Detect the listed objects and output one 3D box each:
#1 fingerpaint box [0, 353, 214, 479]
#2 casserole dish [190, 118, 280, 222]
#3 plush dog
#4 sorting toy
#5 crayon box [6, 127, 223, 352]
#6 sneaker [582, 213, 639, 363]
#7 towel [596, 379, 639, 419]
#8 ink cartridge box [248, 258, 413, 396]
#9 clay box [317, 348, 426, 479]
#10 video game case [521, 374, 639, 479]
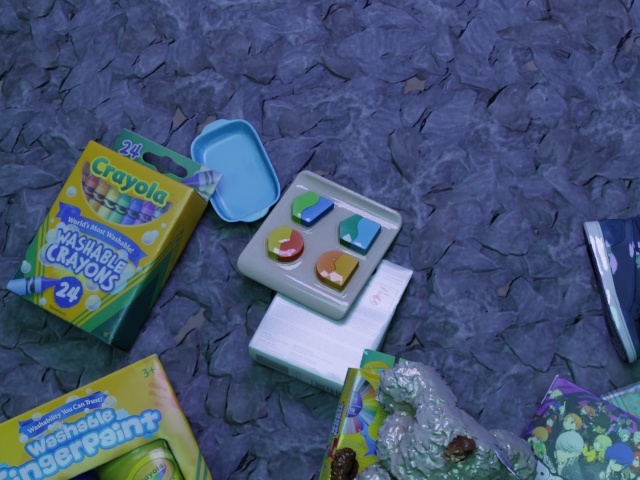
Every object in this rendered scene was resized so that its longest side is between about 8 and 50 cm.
[{"bbox_3d":[-0.354,0.426,1.655,0.445,0.163,0.371,-23,70,-11],"label":"fingerpaint box"},{"bbox_3d":[-0.136,-0.109,1.905,0.114,0.037,0.188,-25,71,-2],"label":"casserole dish"},{"bbox_3d":[0.139,0.330,1.601,0.262,0.210,0.225,38,106,2],"label":"plush dog"},{"bbox_3d":[0.000,0.000,1.831,0.193,0.038,0.208,26,63,15],"label":"sorting toy"},{"bbox_3d":[-0.322,-0.015,1.853,0.203,0.083,0.323,25,81,18],"label":"crayon box"},{"bbox_3d":[0.493,0.061,1.747,0.163,0.086,0.226,-11,70,6],"label":"sneaker"},{"bbox_3d":[0.570,0.301,1.686,0.370,0.040,0.271,-21,70,2],"label":"towel"},{"bbox_3d":[0.018,0.116,1.815,0.181,0.056,0.224,22,61,13],"label":"ink cartridge box"},{"bbox_3d":[0.083,0.278,1.706,0.127,0.053,0.222,18,80,-15],"label":"clay box"},{"bbox_3d":[0.387,0.336,1.662,0.232,0.042,0.210,29,87,23],"label":"video game case"}]
